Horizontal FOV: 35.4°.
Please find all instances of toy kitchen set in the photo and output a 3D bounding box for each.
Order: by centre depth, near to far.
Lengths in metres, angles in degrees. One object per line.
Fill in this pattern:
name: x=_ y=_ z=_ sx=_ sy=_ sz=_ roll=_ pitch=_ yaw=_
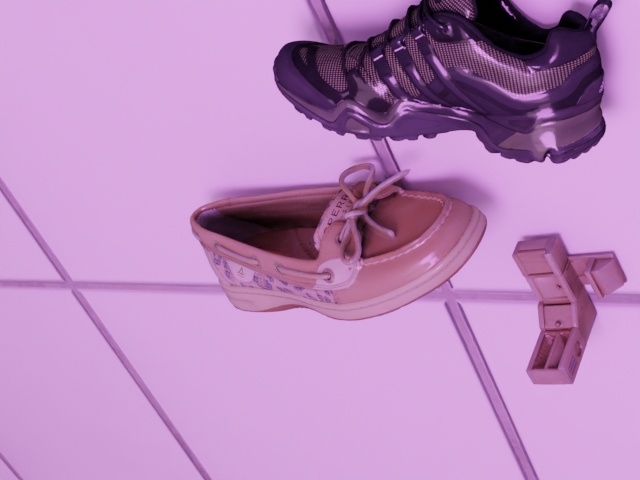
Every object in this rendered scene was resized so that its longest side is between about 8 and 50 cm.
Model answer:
toy kitchen set: x=0.182 y=0.051 z=0.739 sx=0.068 sy=0.075 sz=0.083 roll=-7 pitch=130 yaw=40

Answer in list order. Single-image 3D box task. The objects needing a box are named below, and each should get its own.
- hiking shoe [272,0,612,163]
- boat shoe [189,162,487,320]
hiking shoe: x=0.074 y=-0.125 z=0.648 sx=0.226 sy=0.086 sz=0.114 roll=11 pitch=123 yaw=21
boat shoe: x=0.000 y=0.000 z=0.800 sx=0.285 sy=0.104 sz=0.089 roll=-11 pitch=126 yaw=44
